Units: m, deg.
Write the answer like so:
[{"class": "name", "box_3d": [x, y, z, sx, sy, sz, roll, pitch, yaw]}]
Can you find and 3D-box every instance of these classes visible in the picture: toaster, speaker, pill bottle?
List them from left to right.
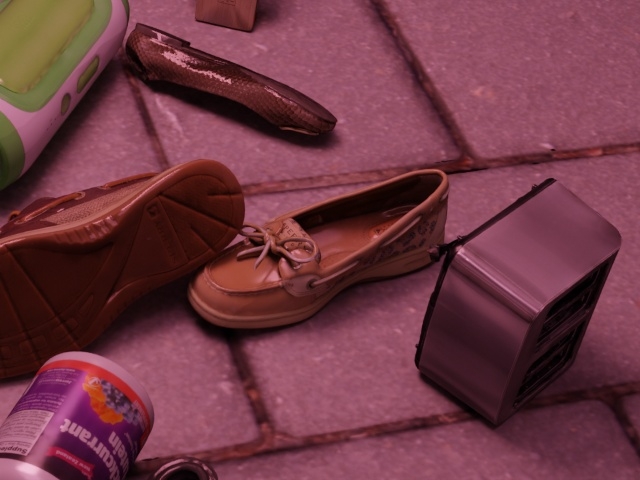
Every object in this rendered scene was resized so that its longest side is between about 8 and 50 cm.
[{"class": "speaker", "box_3d": [-0.303, -0.173, 1.618, 0.131, 0.131, 0.296, 18, 43, 8]}, {"class": "pill bottle", "box_3d": [-0.216, 0.189, 1.253, 0.108, 0.108, 0.193, 18, 43, 8]}, {"class": "toaster", "box_3d": [0.175, 0.056, 1.434, 0.110, 0.168, 0.185, 37, 47, 25]}]

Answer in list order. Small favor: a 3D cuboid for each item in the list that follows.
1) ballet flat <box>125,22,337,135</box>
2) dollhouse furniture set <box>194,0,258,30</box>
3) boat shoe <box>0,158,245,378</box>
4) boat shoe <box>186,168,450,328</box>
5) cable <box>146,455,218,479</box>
[{"class": "ballet flat", "box_3d": [-0.101, -0.164, 1.708, 0.250, 0.058, 0.084, 24, 8, 7]}, {"class": "dollhouse furniture set", "box_3d": [-0.087, -0.369, 1.905, 0.262, 0.135, 0.259, 13, 31, 2]}, {"class": "boat shoe", "box_3d": [-0.237, 0.019, 1.449, 0.342, 0.123, 0.123, -31, 23, -23]}, {"class": "boat shoe", "box_3d": [0.000, 0.000, 1.517, 0.285, 0.089, 0.104, -22, 52, -30]}, {"class": "cable", "box_3d": [-0.110, 0.292, 1.223, 0.139, 0.072, 0.287, -18, 35, -6]}]
